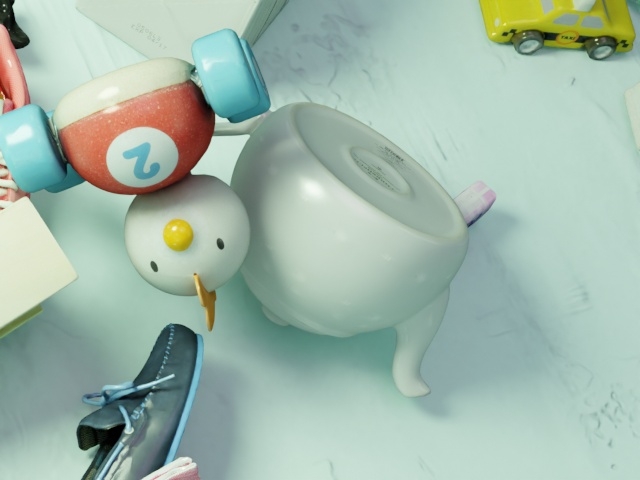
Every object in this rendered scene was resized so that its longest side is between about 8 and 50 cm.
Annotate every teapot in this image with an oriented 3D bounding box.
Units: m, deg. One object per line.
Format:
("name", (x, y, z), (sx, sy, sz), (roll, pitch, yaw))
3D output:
("teapot", (0.000, 0.000, 1.816), (0.252, 0.187, 0.256), (19, 28, -41))

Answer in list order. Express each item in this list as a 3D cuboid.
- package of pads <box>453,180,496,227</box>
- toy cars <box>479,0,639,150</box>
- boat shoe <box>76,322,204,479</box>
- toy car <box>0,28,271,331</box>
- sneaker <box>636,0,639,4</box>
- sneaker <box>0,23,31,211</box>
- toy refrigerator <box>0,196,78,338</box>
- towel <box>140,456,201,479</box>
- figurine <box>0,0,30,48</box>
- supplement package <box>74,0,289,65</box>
("package of pads", (0.141, -0.024, 1.962), (0.032, 0.050, 0.083), (47, 54, 10))
("toy cars", (0.362, -0.208, 2.144), (0.393, 0.087, 0.176), (37, 54, 2))
("boat shoe", (-0.173, 0.175, 1.676), (0.089, 0.109, 0.258), (24, 52, -9))
("toy car", (-0.130, -0.034, 1.662), (0.219, 0.210, 0.238), (-21, 90, 3))
("sneaker", (0.365, -0.351, 2.261), (0.076, 0.065, 0.166), (-16, 70, -47))
("sneaker", (-0.319, -0.066, 1.745), (0.116, 0.136, 0.314), (2, 60, -20))
("toy refrigerator", (-0.344, 0.076, 1.616), (0.269, 0.102, 0.094), (-34, 94, -18))
("towel", (-0.126, 0.301, 1.616), (0.144, 0.029, 0.197), (-32, 104, -32))
("figurine", (-0.399, -0.278, 1.874), (0.209, 0.092, 0.215), (4, 53, -27))
("supplement package", (-0.091, -0.330, 1.977), (0.177, 0.175, 0.293), (33, 53, 1))
